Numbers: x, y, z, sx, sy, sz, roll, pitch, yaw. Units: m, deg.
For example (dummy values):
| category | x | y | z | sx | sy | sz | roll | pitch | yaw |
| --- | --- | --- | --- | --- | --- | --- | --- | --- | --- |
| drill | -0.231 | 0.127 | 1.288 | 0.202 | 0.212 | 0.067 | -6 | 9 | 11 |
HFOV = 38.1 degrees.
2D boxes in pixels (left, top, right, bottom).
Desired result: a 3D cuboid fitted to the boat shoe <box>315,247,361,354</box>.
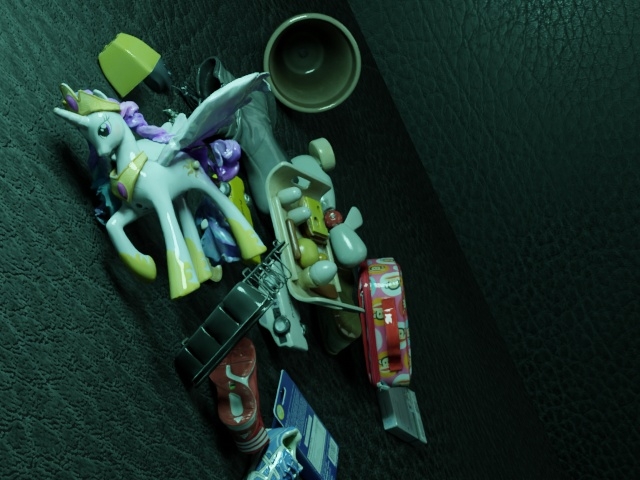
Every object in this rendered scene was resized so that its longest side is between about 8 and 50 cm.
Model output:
| category | x | y | z | sx | sy | sz | roll | pitch | yaw |
| --- | --- | --- | --- | --- | --- | --- | --- | --- | --- |
| boat shoe | 0.021 | 0.132 | 2.156 | 0.104 | 0.089 | 0.285 | 22 | 38 | -26 |

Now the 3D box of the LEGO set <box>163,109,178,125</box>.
| category | x | y | z | sx | sy | sz | roll | pitch | yaw |
| --- | --- | --- | --- | --- | --- | --- | --- | --- | --- |
| LEGO set | -0.282 | -0.229 | 1.851 | 0.083 | 0.023 | 0.054 | 49 | 25 | -39 |

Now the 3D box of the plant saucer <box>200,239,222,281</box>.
| category | x | y | z | sx | sy | sz | roll | pitch | yaw |
| --- | --- | --- | --- | --- | --- | --- | --- | --- | --- |
| plant saucer | -0.213 | 0.041 | 1.729 | 0.083 | 0.015 | 0.083 | 53 | 23 | -34 |

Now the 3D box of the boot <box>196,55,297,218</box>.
| category | x | y | z | sx | sy | sz | roll | pitch | yaw |
| --- | --- | --- | --- | --- | --- | --- | --- | --- | --- |
| boot | -0.174 | -0.213 | 1.997 | 0.222 | 0.118 | 0.338 | 14 | 55 | -59 |

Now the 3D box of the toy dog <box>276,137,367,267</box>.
| category | x | y | z | sx | sy | sz | roll | pitch | yaw |
| --- | --- | --- | --- | --- | --- | --- | --- | --- | --- |
| toy dog | -0.008 | -0.071 | 2.189 | 0.161 | 0.220 | 0.334 | 100 | -15 | -66 |

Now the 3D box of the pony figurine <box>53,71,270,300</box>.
| category | x | y | z | sx | sy | sz | roll | pitch | yaw |
| --- | --- | --- | --- | --- | --- | --- | --- | --- | --- |
| pony figurine | -0.234 | -0.112 | 1.497 | 0.351 | 0.302 | 0.364 | -30 | 94 | -52 |

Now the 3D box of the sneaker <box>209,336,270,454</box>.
| category | x | y | z | sx | sy | sz | roll | pitch | yaw |
| --- | --- | --- | --- | --- | --- | --- | --- | --- | --- |
| sneaker | -0.139 | 0.276 | 1.597 | 0.221 | 0.086 | 0.128 | -94 | 175 | -55 |

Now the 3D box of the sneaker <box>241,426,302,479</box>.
| category | x | y | z | sx | sy | sz | roll | pitch | yaw |
| --- | --- | --- | --- | --- | --- | --- | --- | --- | --- |
| sneaker | -0.078 | 0.398 | 1.566 | 0.080 | 0.081 | 0.211 | 53 | 24 | -36 |

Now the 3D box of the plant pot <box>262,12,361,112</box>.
| category | x | y | z | sx | sy | sz | roll | pitch | yaw |
| --- | --- | --- | --- | --- | --- | --- | --- | --- | --- |
| plant pot | -0.038 | -0.498 | 2.530 | 0.263 | 0.263 | 0.229 | 58 | 2 | -22 |

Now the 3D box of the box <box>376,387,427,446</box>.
| category | x | y | z | sx | sy | sz | roll | pitch | yaw |
| --- | --- | --- | --- | --- | --- | --- | --- | --- | --- |
| box | 0.200 | 0.426 | 2.323 | 0.186 | 0.038 | 0.145 | 41 | 31 | -52 |

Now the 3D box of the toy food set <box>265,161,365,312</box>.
| category | x | y | z | sx | sy | sz | roll | pitch | yaw |
| --- | --- | --- | --- | --- | --- | --- | --- | --- | --- |
| toy food set | 0.000 | 0.000 | 1.944 | 0.219 | 0.092 | 0.306 | 19 | 54 | -60 |

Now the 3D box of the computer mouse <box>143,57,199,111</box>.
| category | x | y | z | sx | sy | sz | roll | pitch | yaw |
| --- | --- | --- | --- | --- | --- | --- | --- | --- | --- |
| computer mouse | -0.298 | -0.323 | 1.895 | 0.242 | 0.041 | 0.071 | 28 | 41 | -61 |

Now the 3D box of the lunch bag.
| category | x | y | z | sx | sy | sz | roll | pitch | yaw |
| --- | --- | --- | --- | --- | --- | --- | --- | --- | --- |
| lunch bag | 0.154 | 0.199 | 2.178 | 0.258 | 0.120 | 0.293 | -96 | 179 | -78 |

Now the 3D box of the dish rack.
| category | x | y | z | sx | sy | sz | roll | pitch | yaw |
| --- | --- | --- | --- | --- | --- | --- | --- | --- | --- |
| dish rack | -0.132 | 0.111 | 1.572 | 0.074 | 0.208 | 0.271 | 42 | 25 | -1 |

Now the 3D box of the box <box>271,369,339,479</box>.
| category | x | y | z | sx | sy | sz | roll | pitch | yaw |
| --- | --- | --- | --- | --- | --- | --- | --- | --- | --- |
| box | -0.036 | 0.370 | 1.775 | 0.225 | 0.036 | 0.136 | 59 | 20 | -23 |

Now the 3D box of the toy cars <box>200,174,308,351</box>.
| category | x | y | z | sx | sy | sz | roll | pitch | yaw |
| --- | --- | --- | --- | --- | --- | --- | --- | --- | --- |
| toy cars | -0.137 | 0.052 | 1.820 | 0.394 | 0.087 | 0.176 | 63 | 18 | -18 |

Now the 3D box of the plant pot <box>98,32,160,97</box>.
| category | x | y | z | sx | sy | sz | roll | pitch | yaw |
| --- | --- | --- | --- | --- | --- | --- | --- | --- | --- |
| plant pot | -0.357 | -0.329 | 1.696 | 0.083 | 0.081 | 0.081 | 44 | 26 | -21 |
